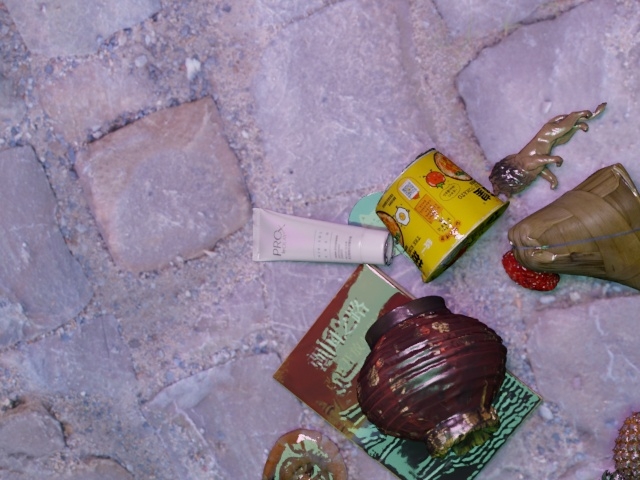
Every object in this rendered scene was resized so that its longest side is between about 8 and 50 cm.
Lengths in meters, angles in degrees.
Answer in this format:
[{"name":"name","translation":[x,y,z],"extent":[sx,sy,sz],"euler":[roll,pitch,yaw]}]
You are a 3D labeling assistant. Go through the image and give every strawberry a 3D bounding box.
[{"name":"strawberry","translation":[0.336,0.041,1.431],"extent":[0.096,0.083,0.083],"euler":[41,101,-1]}]

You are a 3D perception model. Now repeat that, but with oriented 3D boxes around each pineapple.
[{"name":"pineapple","translation":[0.502,0.366,1.436],"extent":[0.103,0.083,0.221],"euler":[19,102,8]}]

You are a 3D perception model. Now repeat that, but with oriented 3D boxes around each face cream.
[{"name":"face cream","translation":[0.000,0.000,1.495],"extent":[0.243,0.058,0.092],"euler":[5,100,18]}]

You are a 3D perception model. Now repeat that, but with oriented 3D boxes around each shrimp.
[{"name":"shrimp","translation":[-0.045,0.446,1.556],"extent":[0.143,0.052,0.251],"euler":[23,99,4]}]

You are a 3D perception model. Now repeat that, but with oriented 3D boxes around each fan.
[{"name":"fan","translation":[0.122,-0.002,1.497],"extent":[0.113,0.005,0.175],"euler":[-41,89,12]}]

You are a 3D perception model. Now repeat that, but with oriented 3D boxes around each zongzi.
[{"name":"zongzi","translation":[0.418,0.039,1.377],"extent":[0.228,0.115,0.256],"euler":[-30,102,-20]}]

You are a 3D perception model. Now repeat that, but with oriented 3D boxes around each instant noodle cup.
[{"name":"instant noodle cup","translation":[0.179,-0.045,1.404],"extent":[0.144,0.182,0.182],"euler":[46,102,11]}]

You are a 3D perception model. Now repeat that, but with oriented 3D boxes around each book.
[{"name":"book","translation":[0.141,0.244,1.513],"extent":[0.374,0.028,0.262],"euler":[38,102,3]}]

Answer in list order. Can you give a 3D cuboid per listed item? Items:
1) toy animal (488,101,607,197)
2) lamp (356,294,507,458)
[{"name":"toy animal","translation":[0.360,-0.138,1.409],"extent":[0.220,0.069,0.086],"euler":[-39,70,10]},{"name":"lamp","translation":[0.173,0.213,1.375],"extent":[0.247,0.247,0.247],"euler":[1,97,10]}]
